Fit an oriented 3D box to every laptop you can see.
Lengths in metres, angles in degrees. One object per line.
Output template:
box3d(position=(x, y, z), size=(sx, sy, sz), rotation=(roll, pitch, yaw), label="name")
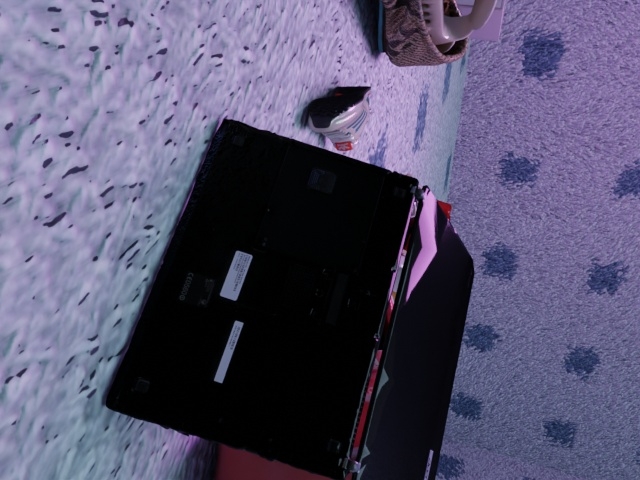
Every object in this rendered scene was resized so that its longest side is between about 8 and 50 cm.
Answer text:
box3d(position=(0.008, 0.066, 0.471), size=(0.137, 0.264, 0.235), rotation=(110, -3, -68), label="laptop")

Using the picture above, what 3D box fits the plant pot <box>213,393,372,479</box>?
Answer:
box3d(position=(0.000, 0.294, 0.570), size=(0.275, 0.274, 0.244), rotation=(-7, 97, -73), label="plant pot")

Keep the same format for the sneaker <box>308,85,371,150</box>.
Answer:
box3d(position=(0.029, -0.140, 0.699), size=(0.161, 0.057, 0.076), rotation=(-56, 147, -60), label="sneaker")

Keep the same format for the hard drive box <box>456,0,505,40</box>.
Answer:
box3d(position=(0.244, -0.482, 1.003), size=(0.089, 0.180, 0.232), rotation=(55, 49, -70), label="hard drive box")

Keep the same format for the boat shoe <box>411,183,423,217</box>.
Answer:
box3d(position=(0.156, -0.078, 1.121), size=(0.267, 0.088, 0.096), rotation=(-18, 118, -72), label="boat shoe")

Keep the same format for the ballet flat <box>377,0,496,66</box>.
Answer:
box3d(position=(0.133, -0.345, 0.703), size=(0.483, 0.181, 0.164), rotation=(20, 82, -74), label="ballet flat")

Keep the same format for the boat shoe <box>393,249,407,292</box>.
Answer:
box3d(position=(0.149, 0.137, 1.195), size=(0.302, 0.113, 0.103), rotation=(82, 18, -50), label="boat shoe")

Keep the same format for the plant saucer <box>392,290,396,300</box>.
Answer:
box3d(position=(0.067, 0.226, 0.879), size=(0.332, 0.080, 0.333), rotation=(25, 74, -58), label="plant saucer")

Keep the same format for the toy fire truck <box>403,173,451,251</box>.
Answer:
box3d(position=(0.253, -0.054, 1.421), size=(0.217, 0.158, 0.247), rotation=(-60, 166, -48), label="toy fire truck")

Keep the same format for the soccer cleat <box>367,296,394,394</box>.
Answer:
box3d(position=(0.057, 0.176, 0.696), size=(0.116, 0.108, 0.319), rotation=(117, -32, -79), label="soccer cleat")
